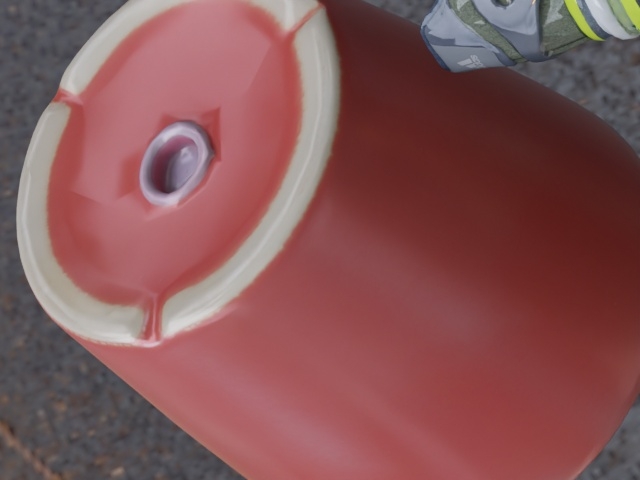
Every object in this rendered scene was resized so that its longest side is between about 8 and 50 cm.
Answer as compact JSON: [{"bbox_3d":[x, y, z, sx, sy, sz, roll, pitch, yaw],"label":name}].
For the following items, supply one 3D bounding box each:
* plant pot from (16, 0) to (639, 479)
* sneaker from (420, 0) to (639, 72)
[{"bbox_3d":[0.000,0.000,0.890,0.275,0.243,0.275,-17,60,32],"label":"plant pot"},{"bbox_3d":[0.062,-0.209,0.765,0.121,0.111,0.300,-22,69,25],"label":"sneaker"}]
